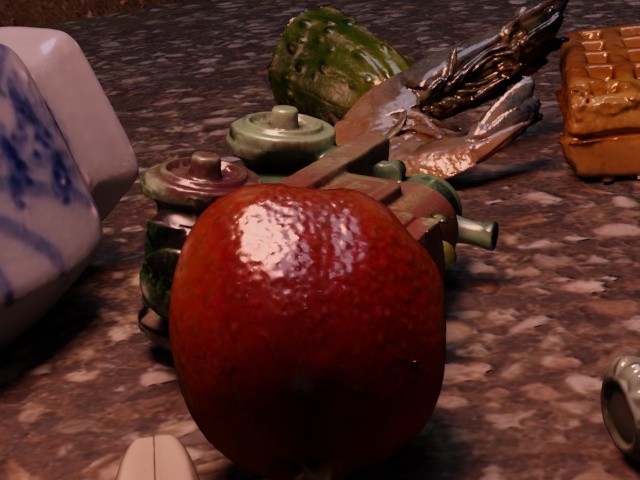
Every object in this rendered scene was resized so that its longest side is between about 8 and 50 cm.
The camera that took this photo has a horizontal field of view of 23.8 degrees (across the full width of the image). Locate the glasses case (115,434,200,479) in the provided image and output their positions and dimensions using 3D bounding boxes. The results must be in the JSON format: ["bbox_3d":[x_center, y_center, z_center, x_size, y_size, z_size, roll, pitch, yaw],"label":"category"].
[{"bbox_3d":[-0.074,0.158,0.710,0.051,0.081,0.204,-6,15,-5],"label":"glasses case"}]

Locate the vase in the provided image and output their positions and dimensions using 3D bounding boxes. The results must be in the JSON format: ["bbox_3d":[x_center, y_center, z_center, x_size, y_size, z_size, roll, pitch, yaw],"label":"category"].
[{"bbox_3d":[0.234,0.080,0.861,0.148,0.081,0.081,-15,19,-12],"label":"vase"}]

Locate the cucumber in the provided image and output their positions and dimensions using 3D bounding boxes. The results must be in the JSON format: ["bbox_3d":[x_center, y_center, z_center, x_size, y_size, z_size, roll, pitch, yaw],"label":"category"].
[{"bbox_3d":[0.049,-0.162,1.648,0.134,0.134,0.244,-15,30,-25],"label":"cucumber"}]

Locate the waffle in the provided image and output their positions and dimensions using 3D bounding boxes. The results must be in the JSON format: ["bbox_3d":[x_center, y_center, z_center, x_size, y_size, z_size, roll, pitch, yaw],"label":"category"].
[{"bbox_3d":[0.347,-0.148,1.517,0.224,0.098,0.328,-5,16,10],"label":"waffle"}]

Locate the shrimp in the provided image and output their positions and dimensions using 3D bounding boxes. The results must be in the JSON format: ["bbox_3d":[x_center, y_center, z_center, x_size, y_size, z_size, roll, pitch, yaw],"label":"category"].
[{"bbox_3d":[0.144,-0.137,1.482,0.289,0.075,0.178,-25,38,-8],"label":"shrimp"}]

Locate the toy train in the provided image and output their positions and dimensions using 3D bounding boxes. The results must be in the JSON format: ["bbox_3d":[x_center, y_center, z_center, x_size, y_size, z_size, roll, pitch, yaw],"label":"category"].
[{"bbox_3d":[0.000,0.000,1.112,0.221,0.150,0.304,12,21,19],"label":"toy train"}]

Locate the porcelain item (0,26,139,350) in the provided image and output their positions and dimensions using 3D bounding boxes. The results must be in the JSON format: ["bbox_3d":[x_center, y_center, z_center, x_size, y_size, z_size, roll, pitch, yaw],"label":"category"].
[{"bbox_3d":[-0.288,-0.027,1.120,0.178,0.242,0.405,-20,14,22],"label":"porcelain item"}]

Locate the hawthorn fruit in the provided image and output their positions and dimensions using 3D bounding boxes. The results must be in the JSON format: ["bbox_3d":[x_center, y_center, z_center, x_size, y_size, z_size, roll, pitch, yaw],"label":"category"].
[{"bbox_3d":[-0.011,0.063,0.871,0.169,0.169,0.188,-1,56,16],"label":"hawthorn fruit"}]
